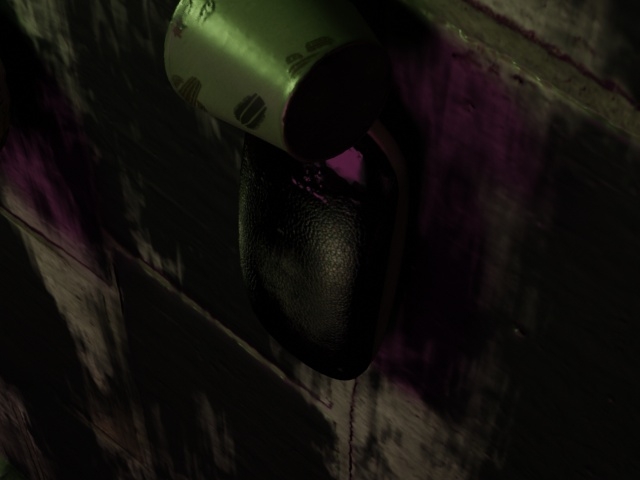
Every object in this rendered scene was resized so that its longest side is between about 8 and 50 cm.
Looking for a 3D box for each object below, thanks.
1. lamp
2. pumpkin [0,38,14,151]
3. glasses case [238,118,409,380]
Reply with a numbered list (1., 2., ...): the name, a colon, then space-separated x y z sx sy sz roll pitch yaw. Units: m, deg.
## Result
1. lamp: -0.052 -0.139 0.838 0.215 0.121 0.121 45 158 35
2. pumpkin: -0.400 -0.158 1.269 0.260 0.189 0.260 13 140 11
3. glasses case: 0.000 0.000 0.994 0.122 0.075 0.314 35 152 19
